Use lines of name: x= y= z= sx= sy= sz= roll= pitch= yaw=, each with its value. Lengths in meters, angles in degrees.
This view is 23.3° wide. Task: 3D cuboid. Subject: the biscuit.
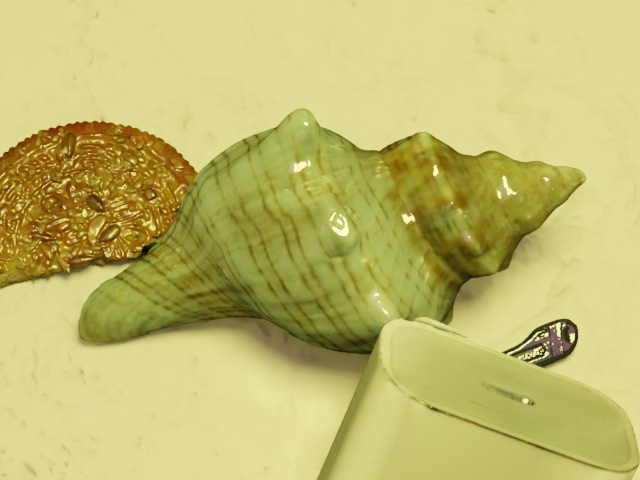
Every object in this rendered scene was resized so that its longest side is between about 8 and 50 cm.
biscuit: x=-0.193 y=-0.035 z=1.222 sx=0.206 sy=0.025 sz=0.126 roll=-15 pitch=74 yaw=-7

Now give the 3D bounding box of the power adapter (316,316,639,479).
power adapter: x=0.083 y=0.206 z=1.074 sx=0.187 sy=0.124 sz=0.255 roll=21 pitch=111 yaw=-4

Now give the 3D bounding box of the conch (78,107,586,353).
conch: x=0.003 y=0.002 z=1.135 sx=0.386 sy=0.169 sz=0.203 roll=-16 pitch=100 yaw=-6

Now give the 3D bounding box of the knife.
knife: x=0.144 y=0.093 z=1.198 sx=0.121 sy=0.018 sz=0.031 roll=-21 pitch=82 yaw=-7
